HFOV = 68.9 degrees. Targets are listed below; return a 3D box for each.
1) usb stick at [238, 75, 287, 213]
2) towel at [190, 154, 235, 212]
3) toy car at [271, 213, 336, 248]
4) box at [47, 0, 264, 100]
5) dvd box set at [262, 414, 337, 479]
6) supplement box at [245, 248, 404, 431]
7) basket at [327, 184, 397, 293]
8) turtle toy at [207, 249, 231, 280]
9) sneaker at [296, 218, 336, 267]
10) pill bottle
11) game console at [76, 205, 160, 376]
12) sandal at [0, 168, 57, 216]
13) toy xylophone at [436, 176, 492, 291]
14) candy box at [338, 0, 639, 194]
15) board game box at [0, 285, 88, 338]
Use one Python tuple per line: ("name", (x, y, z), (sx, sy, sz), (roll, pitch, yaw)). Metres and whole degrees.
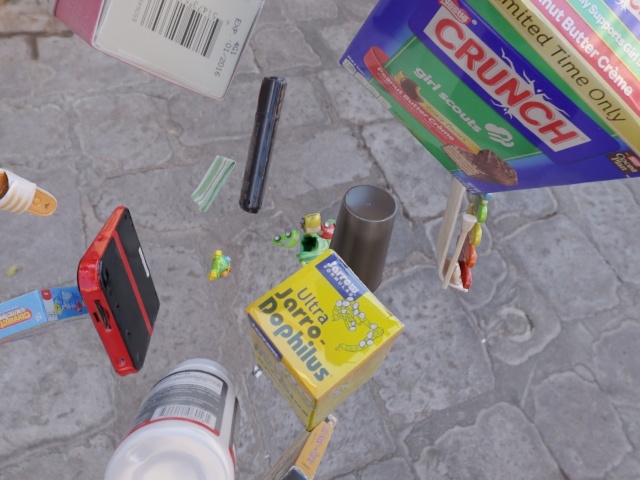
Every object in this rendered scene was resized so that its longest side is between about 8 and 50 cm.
("usb stick", (-0.119, -0.194, 0.952), (0.045, 0.278, 0.077), (7, 12, -31))
("towel", (-0.463, -0.248, 1.974), (0.038, 0.325, 0.248), (33, 91, -25))
("toy car", (-0.058, -0.017, 1.576), (0.225, 0.239, 0.053), (-20, 75, 20))
("box", (-0.196, -0.269, 0.529), (0.148, 0.127, 0.232), (12, 20, -44))
("dvd box set", (-0.099, 0.645, 1.260), (0.062, 0.420, 0.308), (41, 95, 9))
("supplement box", (-0.004, 0.214, 0.918), (0.195, 0.356, 0.194), (-35, 68, -21))
("basket", (0.101, -0.012, 1.144), (0.154, 0.227, 0.204), (4, 45, -5))
("turtle toy", (-0.334, 0.091, 1.555), (0.066, 0.130, 0.095), (14, 72, -16))
("sneaker", (0.000, 0.000, 1.737), (0.123, 0.109, 0.295), (52, 38, -19))
("pill bottle", (-0.205, 0.294, 0.712), (0.161, 0.283, 0.161), (-1, 95, -7))
("game console", (-0.548, 0.143, 1.304), (0.060, 0.387, 0.342), (-7, 33, -4))
("sandal", (-0.801, -0.118, 1.269), (0.076, 0.265, 0.102), (20, 86, 15))
("toy xylophone", (0.327, -0.019, 1.055), (0.081, 0.323, 0.236), (9, 39, 5))
("candy box", (0.183, -0.180, 0.481), (0.268, 0.317, 0.122), (41, 84, -10))
("board game box", (-0.803, 0.214, 1.327), (0.308, 0.302, 0.086), (-19, 86, 10))
